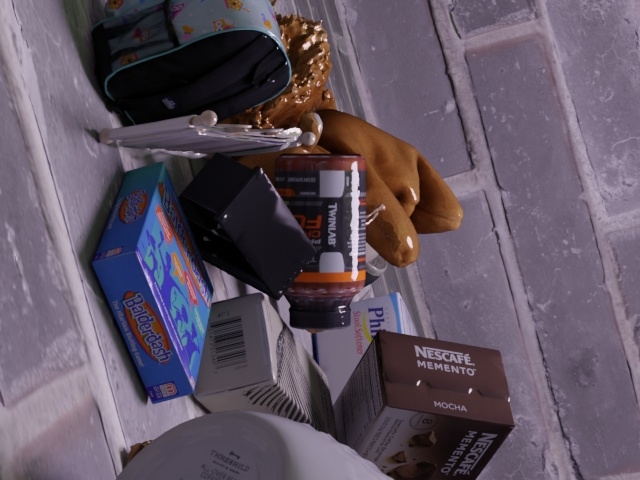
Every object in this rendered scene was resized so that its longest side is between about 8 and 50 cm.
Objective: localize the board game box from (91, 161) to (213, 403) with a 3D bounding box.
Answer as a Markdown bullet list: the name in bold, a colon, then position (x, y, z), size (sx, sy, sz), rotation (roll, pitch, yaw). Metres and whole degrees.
- **board game box**: position (-0.160, 0.036, 1.398), size (0.210, 0.047, 0.160), rotation (-88, 161, -63)

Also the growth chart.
- **growth chart**: position (-0.107, -0.104, 1.451), size (0.237, 0.172, 0.021), rotation (3, 83, -62)

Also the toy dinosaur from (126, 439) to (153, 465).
- **toy dinosaur**: position (-0.116, 0.223, 1.326), size (0.211, 0.064, 0.112), rotation (45, 30, -72)

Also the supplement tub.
- **supplement tub**: position (0.000, 0.000, 1.602), size (0.106, 0.106, 0.198), rotation (-18, 107, -80)

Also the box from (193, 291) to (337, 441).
- **box**: position (-0.063, 0.165, 1.618), size (0.275, 0.094, 0.113), rotation (56, 22, -62)

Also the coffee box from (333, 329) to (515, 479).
- **coffee box**: position (0.097, 0.257, 1.749), size (0.119, 0.168, 0.297), rotation (-96, -155, -44)

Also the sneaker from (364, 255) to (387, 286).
- **sneaker**: position (-0.007, 0.002, 2.287), size (0.222, 0.118, 0.083), rotation (48, 29, 5)

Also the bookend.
- **bookend**: position (-0.106, -0.031, 1.513), size (0.156, 0.072, 0.157), rotation (27, -19, 37)

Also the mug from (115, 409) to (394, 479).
- **mug**: position (0.002, 0.313, 1.077), size (0.374, 0.276, 0.328), rotation (35, -17, 51)

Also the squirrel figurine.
- **squirrel figurine**: position (-0.042, -0.097, 1.839), size (0.397, 0.281, 0.370), rotation (63, 17, 13)

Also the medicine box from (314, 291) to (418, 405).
- **medicine box**: position (0.104, 0.279, 2.239), size (0.263, 0.149, 0.289), rotation (-95, 166, -44)

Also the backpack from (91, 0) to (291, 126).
- **backpack**: position (-0.131, -0.202, 1.505), size (0.166, 0.188, 0.144), rotation (58, 20, -58)
